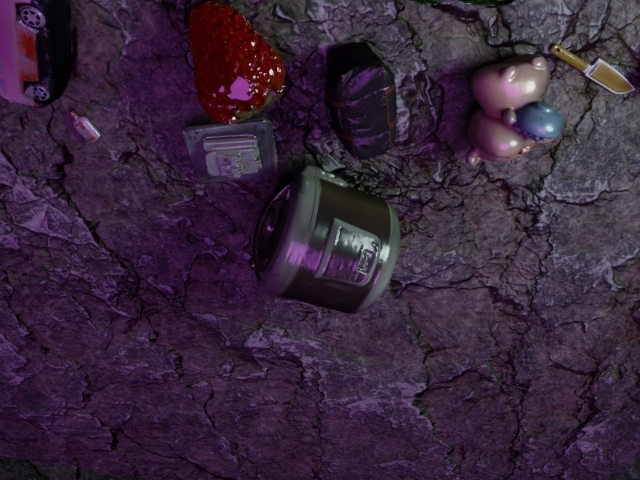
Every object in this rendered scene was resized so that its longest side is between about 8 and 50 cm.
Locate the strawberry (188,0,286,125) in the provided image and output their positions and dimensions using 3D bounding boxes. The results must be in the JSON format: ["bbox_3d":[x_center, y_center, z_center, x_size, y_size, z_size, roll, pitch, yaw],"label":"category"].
[{"bbox_3d":[-0.190,-0.380,1.097,0.205,0.205,0.244,-24,102,13],"label":"strawberry"}]

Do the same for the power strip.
[{"bbox_3d":[-0.211,-0.196,1.249,0.213,0.064,0.198,-6,146,1],"label":"power strip"}]

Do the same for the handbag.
[{"bbox_3d":[0.086,-0.312,1.152,0.155,0.169,0.215,-11,129,1],"label":"handbag"}]

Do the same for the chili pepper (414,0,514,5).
[{"bbox_3d":[0.218,-0.556,0.979,0.385,0.213,0.167,-1,85,-8],"label":"chili pepper"}]

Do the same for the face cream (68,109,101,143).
[{"bbox_3d":[-0.560,-0.271,1.229,0.040,0.021,0.083,-26,124,14],"label":"face cream"}]

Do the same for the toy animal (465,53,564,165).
[{"bbox_3d":[0.425,-0.299,1.180,0.210,0.229,0.221,-20,86,-12],"label":"toy animal"}]

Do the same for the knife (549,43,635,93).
[{"bbox_3d":[0.643,-0.402,1.216,0.256,0.022,0.046,21,119,-19],"label":"knife"}]

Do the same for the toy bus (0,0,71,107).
[{"bbox_3d":[-0.578,-0.406,1.015,0.147,0.127,0.303,11,143,-15],"label":"toy bus"}]

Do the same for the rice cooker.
[{"bbox_3d":[0.000,0.000,1.290,0.325,0.335,0.335,18,123,-16],"label":"rice cooker"}]
